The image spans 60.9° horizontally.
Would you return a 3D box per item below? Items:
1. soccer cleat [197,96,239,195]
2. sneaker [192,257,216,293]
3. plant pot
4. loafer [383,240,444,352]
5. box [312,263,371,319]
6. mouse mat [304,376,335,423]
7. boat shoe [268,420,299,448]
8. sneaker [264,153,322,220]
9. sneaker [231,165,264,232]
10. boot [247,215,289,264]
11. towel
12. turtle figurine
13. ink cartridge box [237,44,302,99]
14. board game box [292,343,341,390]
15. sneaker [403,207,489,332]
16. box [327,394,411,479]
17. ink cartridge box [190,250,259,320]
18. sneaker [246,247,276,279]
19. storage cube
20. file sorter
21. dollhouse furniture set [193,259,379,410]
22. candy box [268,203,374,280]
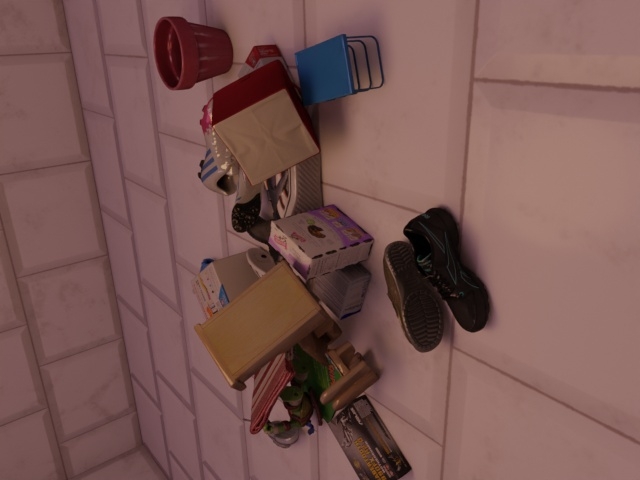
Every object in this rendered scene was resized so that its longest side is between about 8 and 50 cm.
[{"bbox_3d":[-0.297,-0.288,1.702,0.143,0.116,0.331,33,133,21],"label":"soccer cleat"},{"bbox_3d":[-0.426,0.137,2.082,0.240,0.091,0.126,-19,71,55],"label":"sneaker"},{"bbox_3d":[-0.367,-0.552,1.602,0.201,0.180,0.201,27,126,45],"label":"plant pot"},{"bbox_3d":[0.203,0.126,1.219,0.087,0.095,0.250,116,141,-75],"label":"loafer"},{"bbox_3d":[0.052,0.111,1.413,0.126,0.072,0.137,43,135,35],"label":"box"},{"bbox_3d":[0.006,0.464,1.686,0.152,0.007,0.189,47,137,31],"label":"mouse mat"},{"bbox_3d":[-0.121,0.686,1.905,0.075,0.083,0.226,62,157,-6],"label":"boat shoe"},{"bbox_3d":[-0.072,-0.113,1.444,0.128,0.126,0.320,15,105,45],"label":"sneaker"},{"bbox_3d":[-0.213,-0.137,1.620,0.086,0.085,0.236,167,114,-82],"label":"sneaker"},{"bbox_3d":[-0.127,-0.056,1.601,0.246,0.084,0.161,43,123,35],"label":"boot"},{"bbox_3d":[-0.141,0.376,1.610,0.237,0.037,0.329,-60,14,19],"label":"towel"},{"bbox_3d":[-0.124,0.477,1.663,0.275,0.198,0.266,40,144,26],"label":"turtle figurine"},{"bbox_3d":[-0.136,-0.407,1.444,0.127,0.073,0.175,-40,71,52],"label":"ink cartridge box"},{"bbox_3d":[0.003,0.373,1.616,0.259,0.039,0.124,31,129,47],"label":"board game box"},{"bbox_3d":[0.247,0.069,1.105,0.101,0.106,0.267,-32,80,53],"label":"sneaker"},{"bbox_3d":[0.130,0.571,1.520,0.231,0.056,0.183,57,141,21],"label":"box"},{"bbox_3d":[-0.301,0.157,1.826,0.233,0.168,0.171,-33,78,55],"label":"ink cartridge box"},{"bbox_3d":[-0.172,0.127,1.716,0.217,0.079,0.121,42,134,33],"label":"sneaker"},{"bbox_3d":[-0.129,-0.280,1.285,0.183,0.215,0.193,59,-169,-36],"label":"storage cube"},{"bbox_3d":[0.042,-0.372,1.192,0.170,0.105,0.118,5,109,53],"label":"file sorter"},{"bbox_3d":[-0.089,0.251,1.360,0.362,0.257,0.394,50,176,27],"label":"dollhouse furniture set"},{"bbox_3d":[0.000,0.000,1.328,0.165,0.196,0.070,44,136,35],"label":"candy box"}]
